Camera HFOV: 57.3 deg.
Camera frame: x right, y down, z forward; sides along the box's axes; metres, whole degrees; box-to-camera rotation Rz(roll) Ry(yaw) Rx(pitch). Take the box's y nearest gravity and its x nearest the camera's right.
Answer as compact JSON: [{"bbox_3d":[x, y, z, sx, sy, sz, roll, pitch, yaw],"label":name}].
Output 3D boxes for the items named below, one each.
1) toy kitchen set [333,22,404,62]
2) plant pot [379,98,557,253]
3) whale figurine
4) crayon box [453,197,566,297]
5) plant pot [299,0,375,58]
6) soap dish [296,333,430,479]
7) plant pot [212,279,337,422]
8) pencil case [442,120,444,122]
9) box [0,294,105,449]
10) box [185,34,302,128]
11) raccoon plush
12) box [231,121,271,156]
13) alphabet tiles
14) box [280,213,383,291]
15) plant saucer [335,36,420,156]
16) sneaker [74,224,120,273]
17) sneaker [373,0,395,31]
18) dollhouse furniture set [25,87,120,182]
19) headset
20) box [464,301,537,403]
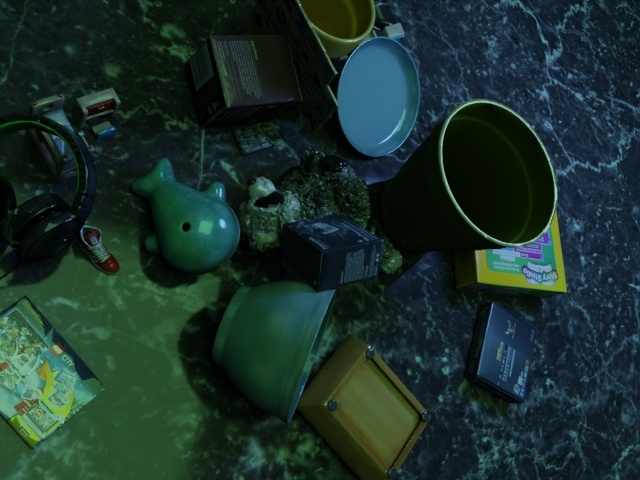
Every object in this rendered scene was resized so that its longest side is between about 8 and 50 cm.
[{"bbox_3d":[0.150,-0.500,1.688,0.207,0.122,0.166,-20,85,-13],"label":"toy kitchen set"},{"bbox_3d":[0.341,-0.118,1.515,0.366,0.353,0.367,9,72,-27],"label":"plant pot"},{"bbox_3d":[-0.295,-0.056,1.238,0.216,0.141,0.272,-39,83,-1],"label":"whale figurine"},{"bbox_3d":[0.560,0.000,1.758,0.362,0.106,0.313,8,72,-27],"label":"crayon box"},{"bbox_3d":[-0.026,-0.562,1.509,0.254,0.239,0.254,9,71,-27],"label":"plant pot"},{"bbox_3d":[0.109,0.398,1.365,0.291,0.118,0.229,50,57,-9],"label":"soap dish"},{"bbox_3d":[-0.105,0.205,1.227,0.196,0.293,0.293,20,63,6],"label":"plant pot"},{"bbox_3d":[0.426,-0.274,1.777,0.098,0.095,0.209,-17,81,-12],"label":"pencil case"},{"bbox_3d":[-0.538,0.241,1.079,0.159,0.044,0.233,-42,98,-33],"label":"box"},{"bbox_3d":[-0.184,-0.377,1.392,0.203,0.168,0.167,-14,90,-32],"label":"box"},{"bbox_3d":[0.000,0.000,1.385,0.446,0.216,0.299,44,66,-12],"label":"raccoon plush"},{"bbox_3d":[-0.171,-0.253,1.460,0.083,0.018,0.067,-26,89,-33],"label":"box"},{"bbox_3d":[-0.069,-0.441,1.421,0.011,0.285,0.343,-28,90,-23],"label":"alphabet tiles"},{"bbox_3d":[0.022,0.021,1.240,0.158,0.156,0.093,-11,119,-32],"label":"box"},{"bbox_3d":[0.153,-0.392,1.609,0.317,0.043,0.318,-14,112,-38],"label":"plant saucer"},{"bbox_3d":[-0.449,0.018,1.186,0.118,0.067,0.042,48,58,-9],"label":"sneaker"},{"bbox_3d":[0.134,-0.737,1.692,0.107,0.124,0.283,-27,77,-35],"label":"sneaker"},{"bbox_3d":[-0.481,-0.230,1.207,0.183,0.129,0.129,-31,92,-33],"label":"dollhouse furniture set"},{"bbox_3d":[-0.562,-0.038,1.038,0.243,0.185,0.394,19,89,1],"label":"headset"},{"bbox_3d":[0.514,0.317,1.660,0.183,0.059,0.233,31,61,-17],"label":"box"}]
